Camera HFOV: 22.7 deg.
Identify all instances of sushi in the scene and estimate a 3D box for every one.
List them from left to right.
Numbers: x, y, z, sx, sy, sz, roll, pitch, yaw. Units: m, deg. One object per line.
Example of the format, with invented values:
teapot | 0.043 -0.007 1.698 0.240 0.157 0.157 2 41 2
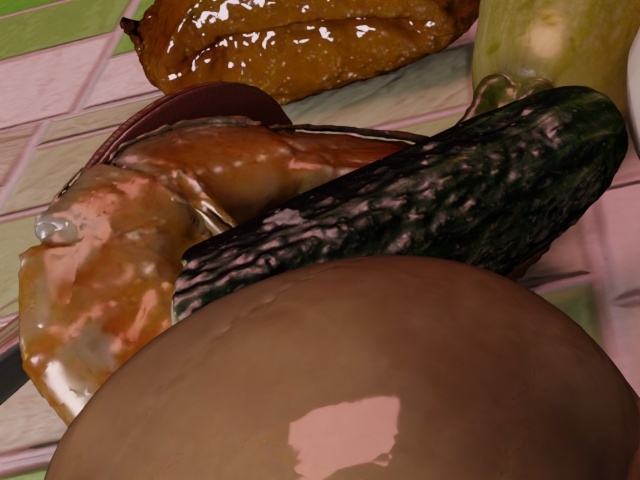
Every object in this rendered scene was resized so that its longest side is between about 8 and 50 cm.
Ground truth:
sushi | -0.013 -0.175 1.067 0.287 0.149 0.140 -17 20 14

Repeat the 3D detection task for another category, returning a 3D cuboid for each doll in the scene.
doll | -0.047 0.116 0.437 0.330 0.174 0.235 -33 17 -31

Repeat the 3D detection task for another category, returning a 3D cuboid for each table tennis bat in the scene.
table tennis bat | -0.087 0.011 0.747 0.019 0.130 0.220 20 49 42

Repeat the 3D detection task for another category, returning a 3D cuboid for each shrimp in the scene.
shrimp | 0.000 0.000 0.722 0.294 0.154 0.062 -22 -15 -29

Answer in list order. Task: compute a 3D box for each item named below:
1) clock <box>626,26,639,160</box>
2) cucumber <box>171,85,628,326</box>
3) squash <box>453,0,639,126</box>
clock | 0.328 -0.094 0.645 0.342 0.184 0.326 -23 20 -24
cucumber | 0.035 0.001 0.654 0.241 0.074 0.074 -27 26 -27
squash | 0.148 -0.108 0.892 0.137 0.137 0.287 -8 37 20
